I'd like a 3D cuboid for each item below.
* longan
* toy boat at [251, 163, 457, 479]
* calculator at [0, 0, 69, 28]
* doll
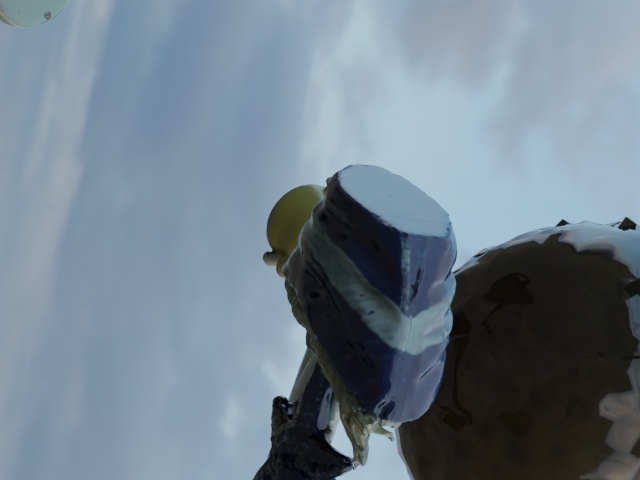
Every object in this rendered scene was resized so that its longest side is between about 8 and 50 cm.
[{"bbox_3d":[0.264,0.157,1.812,0.391,0.391,0.391,-170,-90,-78],"label":"longan"},{"bbox_3d":[0.003,0.102,0.873,0.210,0.070,0.291,144,-41,-76],"label":"toy boat"},{"bbox_3d":[-0.185,-0.204,1.126,0.021,0.095,0.153,13,-58,37],"label":"calculator"},{"bbox_3d":[0.000,0.000,1.727,0.106,0.062,0.162,-51,-150,4],"label":"doll"}]
